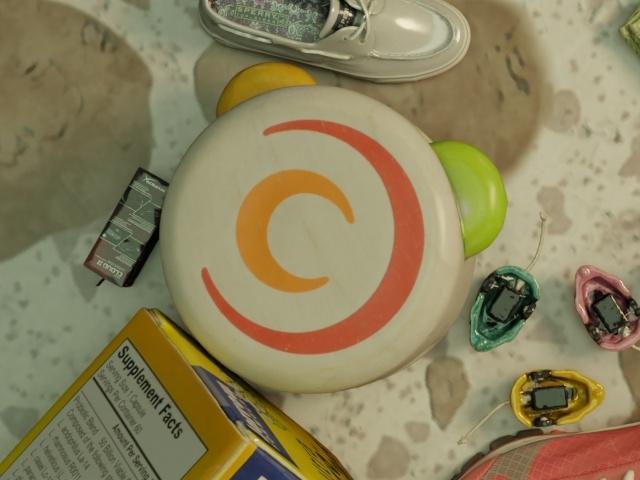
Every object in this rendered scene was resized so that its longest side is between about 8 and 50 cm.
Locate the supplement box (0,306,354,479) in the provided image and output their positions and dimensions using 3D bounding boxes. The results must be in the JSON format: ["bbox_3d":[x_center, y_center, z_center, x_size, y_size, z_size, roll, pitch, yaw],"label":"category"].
[{"bbox_3d":[-0.132,0.255,1.171,0.356,0.194,0.195,-47,121,1],"label":"supplement box"}]

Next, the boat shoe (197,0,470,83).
[{"bbox_3d":[0.009,-0.148,1.275,0.184,0.063,0.066,14,89,0],"label":"boat shoe"}]

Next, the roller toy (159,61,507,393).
[{"bbox_3d":[0.000,0.000,1.233,0.209,0.146,0.191,26,93,10],"label":"roller toy"}]

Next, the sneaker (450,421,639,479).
[{"bbox_3d":[0.198,0.165,1.236,0.313,0.136,0.116,-22,89,0],"label":"sneaker"}]

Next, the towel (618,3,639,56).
[{"bbox_3d":[0.285,-0.128,1.294,0.110,0.027,0.148,-44,88,-1],"label":"towel"}]

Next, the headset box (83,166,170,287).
[{"bbox_3d":[-0.125,-0.004,1.274,0.032,0.062,0.083,31,90,1],"label":"headset box"}]

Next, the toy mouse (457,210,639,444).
[{"bbox_3d":[0.157,0.051,1.289,0.161,0.031,0.143,-11,90,0],"label":"toy mouse"}]
